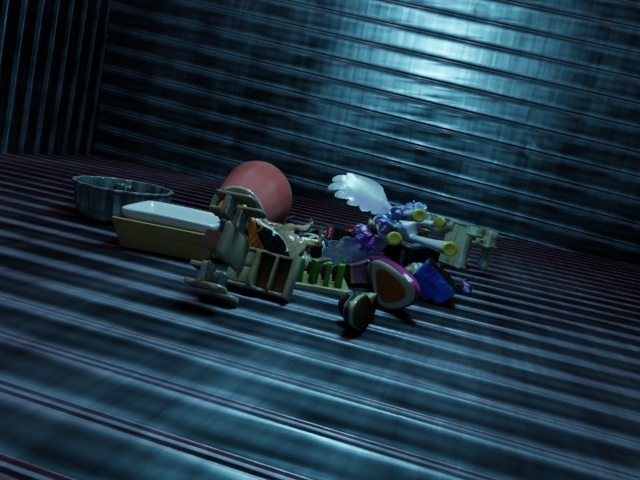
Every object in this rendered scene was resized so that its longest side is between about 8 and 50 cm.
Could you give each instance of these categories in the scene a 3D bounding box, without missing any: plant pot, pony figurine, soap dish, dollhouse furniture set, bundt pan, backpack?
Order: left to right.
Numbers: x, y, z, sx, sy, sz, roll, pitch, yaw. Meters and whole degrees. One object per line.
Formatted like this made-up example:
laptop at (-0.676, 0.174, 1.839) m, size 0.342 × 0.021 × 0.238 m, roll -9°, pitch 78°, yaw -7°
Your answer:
bundt pan at (-0.669, -0.130, 1.996) m, size 0.330 × 0.124 × 0.331 m, roll 11°, pitch 10°, yaw -2°
soap dish at (-0.410, -0.027, 1.687) m, size 0.290 × 0.118 × 0.229 m, roll 11°, pitch 9°, yaw 4°
plant pot at (-0.255, -0.124, 2.062) m, size 0.274 × 0.275 × 0.243 m, roll 12°, pitch 20°, yaw 8°
dollhouse furniture set at (-0.156, 0.039, 1.318) m, size 0.160 × 0.212 × 0.242 m, roll 12°, pitch -18°, yaw 16°
pony figurine at (0.203, -0.040, 1.835) m, size 0.350 × 0.303 × 0.363 m, roll 10°, pitch 1°, yaw -19°
dollhouse furniture set at (0.416, 0.000, 2.178) m, size 0.355 × 0.174 × 0.303 m, roll 9°, pitch 8°, yaw -38°
backpack at (0.320, 0.122, 1.672) m, size 0.120 × 0.101 × 0.098 m, roll 45°, pitch 20°, yaw 6°

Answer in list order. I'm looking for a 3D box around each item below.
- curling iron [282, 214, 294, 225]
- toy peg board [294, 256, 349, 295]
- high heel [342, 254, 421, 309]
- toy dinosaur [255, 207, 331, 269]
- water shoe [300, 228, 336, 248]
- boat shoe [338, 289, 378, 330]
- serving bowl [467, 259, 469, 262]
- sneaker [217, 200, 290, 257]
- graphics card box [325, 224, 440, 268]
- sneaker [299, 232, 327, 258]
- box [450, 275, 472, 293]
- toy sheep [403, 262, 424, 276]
curling iron at (-0.156, -0.082, 2.542) m, size 0.068 × 0.035 × 0.274 m, roll 16°, pitch 11°, yaw 9°
toy peg board at (-0.003, 0.082, 1.605) m, size 0.161 × 0.079 × 0.161 m, roll 10°, pitch 10°, yaw -4°
high heel at (0.208, 0.094, 1.585) m, size 0.181 × 0.127 × 0.377 m, roll -5°, pitch 12°, yaw -22°
toy dinosaur at (-0.098, 0.022, 1.752) m, size 0.200 × 0.127 × 0.295 m, roll -16°, pitch 43°, yaw -32°
water shoe at (0.000, 0.000, 2.058) m, size 0.072 × 0.080 × 0.203 m, roll 18°, pitch 16°, yaw 33°
boat shoe at (0.074, 0.150, 1.315) m, size 0.073 × 0.080 × 0.223 m, roll 7°, pitch 3°, yaw 17°
serving bowl at (0.546, 0.082, 2.356) m, size 0.083 × 0.027 × 0.083 m, roll 10°, pitch 10°, yaw -2°
sneaker at (-0.178, -0.019, 1.682) m, size 0.262 × 0.099 × 0.121 m, roll 49°, pitch 2°, yaw -3°
graphics card box at (0.222, 0.023, 2.161) m, size 0.370 × 0.094 × 0.232 m, roll 19°, pitch 12°, yaw 37°
sneaker at (-0.090, 0.020, 1.935) m, size 0.234 × 0.084 × 0.097 m, roll 10°, pitch 21°, yaw 32°
box at (0.395, 0.131, 1.901) m, size 0.162 × 0.029 × 0.116 m, roll 9°, pitch 9°, yaw 1°
toy sheep at (0.303, 0.110, 1.771) m, size 0.132 × 0.091 × 0.091 m, roll 22°, pitch 7°, yaw -14°
